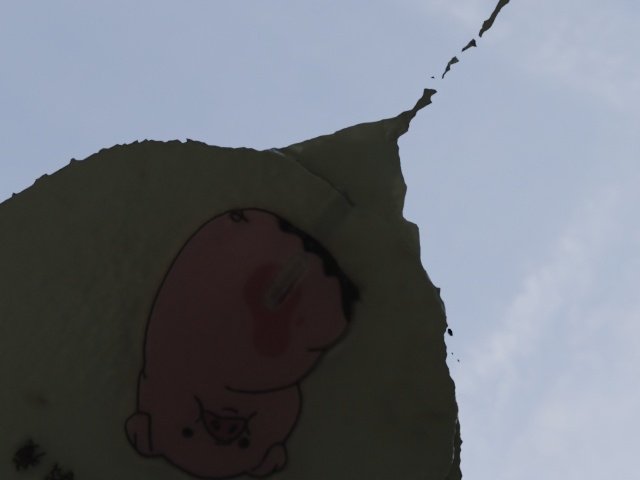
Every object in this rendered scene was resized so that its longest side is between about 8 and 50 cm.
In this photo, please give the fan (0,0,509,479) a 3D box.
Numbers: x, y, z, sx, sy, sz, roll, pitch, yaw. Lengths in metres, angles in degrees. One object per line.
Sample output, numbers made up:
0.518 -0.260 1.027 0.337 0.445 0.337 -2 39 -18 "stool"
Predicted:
0.000 0.000 0.483 0.182 0.010 0.310 36 -85 0 "fan"
